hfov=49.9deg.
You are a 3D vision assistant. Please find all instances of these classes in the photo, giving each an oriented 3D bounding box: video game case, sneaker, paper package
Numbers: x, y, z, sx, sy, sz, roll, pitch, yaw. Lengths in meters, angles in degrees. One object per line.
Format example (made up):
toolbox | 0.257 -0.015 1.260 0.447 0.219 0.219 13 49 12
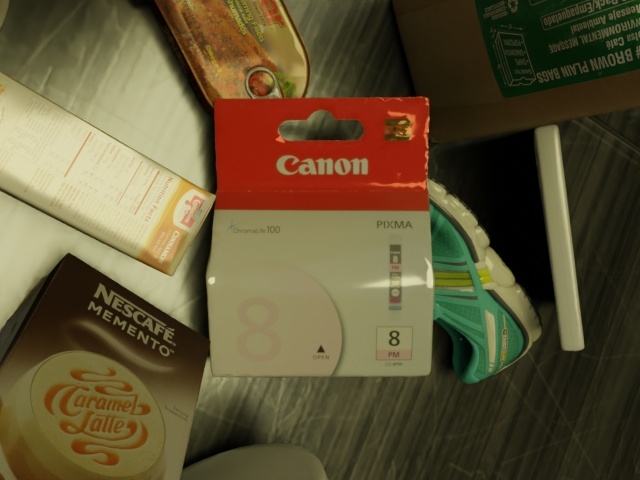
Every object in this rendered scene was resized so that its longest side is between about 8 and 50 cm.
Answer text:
video game case | 0.235 -0.014 0.680 0.023 0.183 0.201 -6 97 19
sneaker | 0.108 0.026 0.658 0.110 0.107 0.275 -40 105 -5
paper package | 0.268 -0.218 0.592 0.310 0.325 0.168 -25 101 -19

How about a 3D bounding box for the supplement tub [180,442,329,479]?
supplement tub | -0.034 0.347 0.537 0.228 0.228 0.316 -24 102 -20

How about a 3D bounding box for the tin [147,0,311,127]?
tin | -0.080 -0.188 0.600 0.106 0.040 0.189 -29 103 -15

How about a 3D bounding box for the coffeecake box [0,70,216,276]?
coffeecake box | -0.186 -0.050 0.502 0.186 0.142 0.068 31 81 -22

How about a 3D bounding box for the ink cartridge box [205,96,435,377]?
ink cartridge box | 0.000 0.000 0.579 0.189 0.066 0.232 0 107 1

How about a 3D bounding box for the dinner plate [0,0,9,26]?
dinner plate | -0.310 -0.199 0.514 0.141 0.017 0.141 -2 94 -23

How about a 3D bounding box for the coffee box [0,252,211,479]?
coffee box | -0.174 0.139 0.458 0.141 0.246 0.098 37 116 -21
